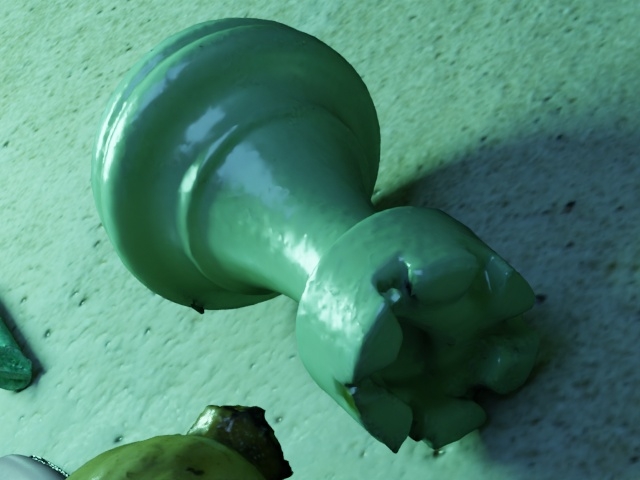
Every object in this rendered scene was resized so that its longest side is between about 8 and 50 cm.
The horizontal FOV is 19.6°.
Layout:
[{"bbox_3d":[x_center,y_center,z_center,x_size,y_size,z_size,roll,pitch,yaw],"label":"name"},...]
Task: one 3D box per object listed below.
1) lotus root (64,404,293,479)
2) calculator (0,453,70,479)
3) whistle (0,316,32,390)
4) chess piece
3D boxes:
[{"bbox_3d":[-0.103,0.208,0.991,0.160,0.146,0.284,6,55,42],"label":"lotus root"},{"bbox_3d":[-0.220,0.236,1.203,0.194,0.043,0.294,-49,28,-5],"label":"calculator"},{"bbox_3d":[-0.268,0.070,1.471,0.039,0.039,0.186,-46,29,-2],"label":"whistle"},{"bbox_3d":[0.000,0.000,1.100,0.194,0.194,0.299,-46,39,-1],"label":"chess piece"}]
